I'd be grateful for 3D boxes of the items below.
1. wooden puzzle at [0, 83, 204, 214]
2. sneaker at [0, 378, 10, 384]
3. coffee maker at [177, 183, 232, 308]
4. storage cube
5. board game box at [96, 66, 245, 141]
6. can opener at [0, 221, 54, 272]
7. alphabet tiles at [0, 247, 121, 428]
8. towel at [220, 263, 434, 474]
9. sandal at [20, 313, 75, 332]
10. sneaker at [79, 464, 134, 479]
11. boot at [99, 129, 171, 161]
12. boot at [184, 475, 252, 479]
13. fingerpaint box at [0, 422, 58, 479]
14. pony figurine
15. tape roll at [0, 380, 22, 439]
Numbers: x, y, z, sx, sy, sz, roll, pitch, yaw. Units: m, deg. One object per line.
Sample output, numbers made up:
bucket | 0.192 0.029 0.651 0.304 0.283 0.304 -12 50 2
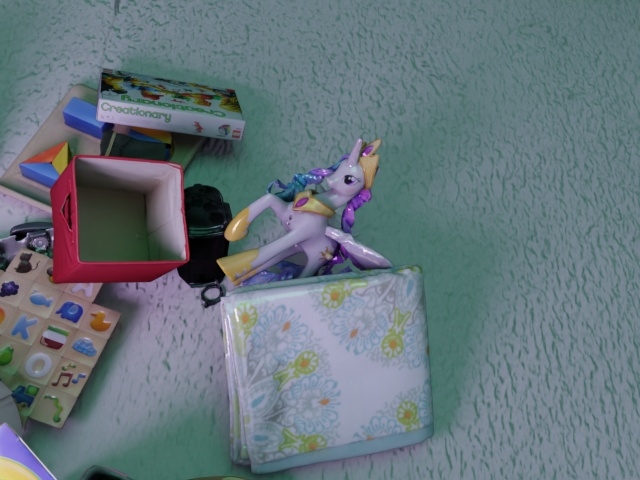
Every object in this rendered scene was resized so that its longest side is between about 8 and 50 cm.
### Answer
wooden puzzle | -0.459 -0.183 1.505 0.322 0.080 0.347 23 56 3
sneaker | -0.525 0.266 1.215 0.152 0.061 0.053 8 55 -9
coffee maker | -0.220 0.006 1.374 0.120 0.178 0.171 -29 68 -26
storage cube | -0.361 -0.030 1.250 0.215 0.193 0.183 0 77 -32
board game box | -0.328 -0.298 1.553 0.305 0.053 0.193 5 31 -19
can opener | -0.629 0.025 1.356 0.284 0.076 0.095 -12 29 -18
alphabet tiles | -0.527 0.174 1.230 0.285 0.011 0.342 19 56 1
towel | 0.017 0.221 1.238 0.375 0.090 0.320 -7 99 -16
sandal | -0.541 0.140 1.302 0.255 0.054 0.097 3 47 -6
sneaker | -0.250 0.448 1.056 0.319 0.131 0.112 21 51 28
boot | -0.376 -0.132 1.414 0.137 0.077 0.197 8 62 -12
boot | -0.116 0.505 1.134 0.284 0.109 0.220 15 60 -11
fingerpaint box | -0.308 0.498 0.925 0.445 0.371 0.163 41 59 14
pony figurine | 0.000 0.000 1.354 0.363 0.351 0.303 -36 53 -7
tape roll | -0.594 0.308 1.045 0.246 0.169 0.246 0 90 2
